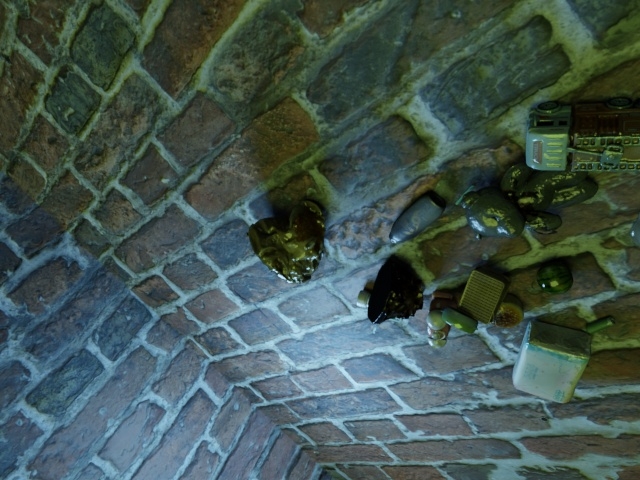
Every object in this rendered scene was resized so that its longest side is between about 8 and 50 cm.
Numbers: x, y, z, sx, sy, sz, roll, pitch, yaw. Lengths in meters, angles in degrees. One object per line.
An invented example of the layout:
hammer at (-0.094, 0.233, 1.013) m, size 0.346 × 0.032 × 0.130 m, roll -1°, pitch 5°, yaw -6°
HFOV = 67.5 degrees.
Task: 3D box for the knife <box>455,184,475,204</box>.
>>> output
knife at (0.431, -0.136, 1.422) m, size 0.014 × 0.005 × 0.091 m, roll 34°, pitch 137°, yaw 2°

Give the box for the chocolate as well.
chocolate at (0.290, 0.201, 1.682) m, size 0.176 × 0.206 × 0.225 m, roll 15°, pitch 97°, yaw -9°

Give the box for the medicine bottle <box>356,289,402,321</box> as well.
medicine bottle at (0.235, 0.243, 1.837) m, size 0.183 × 0.069 × 0.119 m, roll 14°, pitch 138°, yaw 22°

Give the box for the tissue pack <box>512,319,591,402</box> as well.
tissue pack at (0.777, 0.413, 1.624) m, size 0.201 × 0.124 × 0.271 m, roll 15°, pitch 135°, yaw 24°

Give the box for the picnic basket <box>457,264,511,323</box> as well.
picnic basket at (0.522, 0.173, 1.530) m, size 0.115 × 0.079 × 0.164 m, roll 27°, pitch 111°, yaw 32°

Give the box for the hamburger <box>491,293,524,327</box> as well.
hamburger at (0.604, 0.236, 1.596) m, size 0.141 × 0.081 × 0.127 m, roll 34°, pitch 136°, yaw 0°

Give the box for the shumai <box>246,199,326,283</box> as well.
shumai at (-0.068, -0.006, 1.740) m, size 0.262 × 0.267 × 0.314 m, roll -36°, pitch 131°, yaw 18°

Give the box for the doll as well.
doll at (0.547, -0.093, 1.278) m, size 0.340 × 0.158 × 0.246 m, roll -13°, pitch 133°, yaw 36°

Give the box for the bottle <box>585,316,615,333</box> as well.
bottle at (0.874, 0.265, 1.495) m, size 0.030 × 0.030 × 0.083 m, roll 40°, pitch 137°, yaw -7°

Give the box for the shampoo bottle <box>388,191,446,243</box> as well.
shampoo bottle at (0.300, -0.065, 1.531) m, size 0.087 × 0.049 × 0.234 m, roll 40°, pitch 137°, yaw -3°

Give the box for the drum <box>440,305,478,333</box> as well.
drum at (0.502, 0.277, 1.604) m, size 0.253 × 0.049 × 0.130 m, roll 22°, pitch -175°, yaw -41°

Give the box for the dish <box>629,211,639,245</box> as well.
dish at (0.906, -0.010, 1.191) m, size 0.229 × 0.081 × 0.230 m, roll 17°, pitch 135°, yaw 17°

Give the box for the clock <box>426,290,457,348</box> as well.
clock at (0.427, 0.283, 1.689) m, size 0.092 × 0.162 × 0.166 m, roll 7°, pitch 132°, yaw 23°

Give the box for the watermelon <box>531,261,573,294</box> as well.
watermelon at (0.691, 0.111, 1.422) m, size 0.108 × 0.109 × 0.109 m, roll 17°, pitch 135°, yaw 18°

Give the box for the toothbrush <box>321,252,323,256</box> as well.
toothbrush at (0.000, 0.000, 1.801) m, size 0.017 × 0.014 × 0.162 m, roll 26°, pitch 139°, yaw 30°

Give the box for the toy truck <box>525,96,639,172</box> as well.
toy truck at (0.630, -0.231, 1.098) m, size 0.305 × 0.162 × 0.136 m, roll 5°, pitch 131°, yaw 28°
